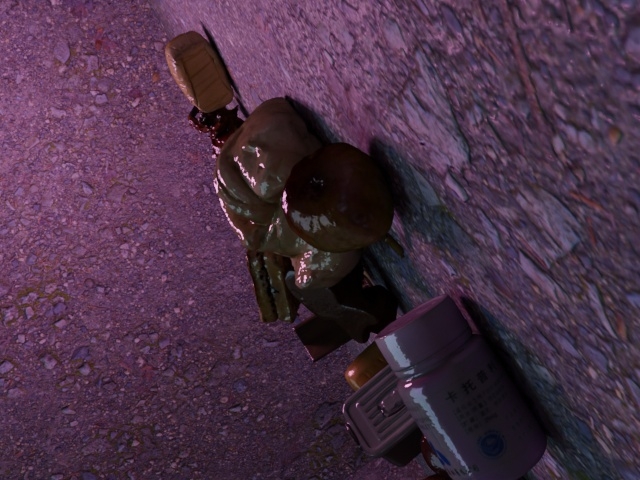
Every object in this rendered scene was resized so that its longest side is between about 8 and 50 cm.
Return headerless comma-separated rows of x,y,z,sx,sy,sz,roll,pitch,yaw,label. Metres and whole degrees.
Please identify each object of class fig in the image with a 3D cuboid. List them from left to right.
0.061,-0.034,1.017,0.257,0.159,0.159,37,-169,-44,fig

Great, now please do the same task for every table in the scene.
0.049,0.208,1.732,0.167,0.227,0.167,57,173,11,table

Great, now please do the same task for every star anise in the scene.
-0.310,-0.358,2.108,0.237,0.148,0.346,16,-151,-49,star anise

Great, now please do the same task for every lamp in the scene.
0.275,0.391,1.312,0.157,0.156,0.134,15,103,35,lamp

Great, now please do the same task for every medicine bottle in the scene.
0.195,0.214,0.967,0.254,0.152,0.152,58,174,1,medicine bottle

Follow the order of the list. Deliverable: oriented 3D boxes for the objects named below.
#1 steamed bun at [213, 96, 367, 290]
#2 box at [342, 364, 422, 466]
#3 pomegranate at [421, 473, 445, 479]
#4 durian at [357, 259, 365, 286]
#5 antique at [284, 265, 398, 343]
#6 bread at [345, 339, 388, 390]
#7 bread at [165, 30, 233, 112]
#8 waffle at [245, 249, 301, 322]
-0.071,-0.082,1.321,0.372,0.231,0.325,61,170,-6,steamed bun
0.185,0.368,1.463,0.135,0.243,0.163,49,-179,-42,box
0.306,0.603,1.371,0.338,0.338,0.338,57,174,10,pomegranate
0.046,0.051,1.599,0.188,0.091,0.148,37,-167,-31,durian
0.060,0.112,1.471,0.257,0.143,0.121,34,135,7,antique
0.153,0.326,1.704,0.134,0.173,0.085,39,-178,1,bread
-0.344,-0.477,1.921,0.106,0.140,0.236,49,169,41,bread
-0.076,0.019,1.597,0.308,0.091,0.212,-71,-23,-50,waffle
